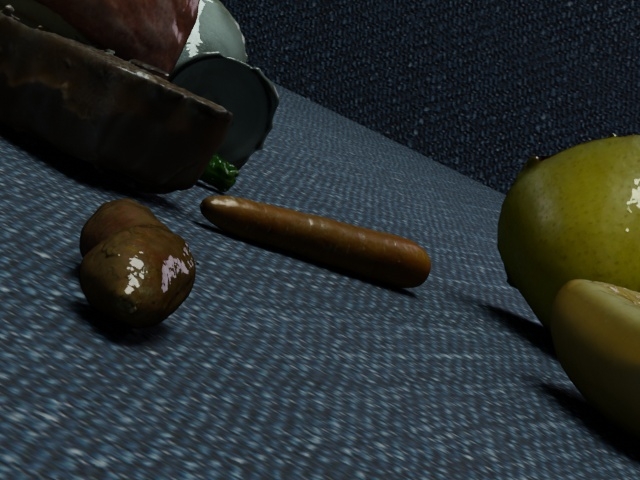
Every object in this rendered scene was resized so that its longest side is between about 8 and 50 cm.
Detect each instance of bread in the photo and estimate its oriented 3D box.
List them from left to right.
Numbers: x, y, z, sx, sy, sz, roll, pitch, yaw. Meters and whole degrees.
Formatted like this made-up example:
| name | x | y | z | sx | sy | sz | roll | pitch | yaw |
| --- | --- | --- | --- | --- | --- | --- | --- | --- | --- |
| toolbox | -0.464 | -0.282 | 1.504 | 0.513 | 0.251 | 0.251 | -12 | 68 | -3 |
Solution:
| name | x | y | z | sx | sy | sz | roll | pitch | yaw |
| --- | --- | --- | --- | --- | --- | --- | --- | --- | --- |
| bread | -0.224 | -0.214 | 1.627 | 0.244 | 0.123 | 0.190 | 34 | -24 | -18 |
| bread | 0.252 | 0.101 | 1.354 | 0.147 | 0.098 | 0.217 | 21 | 6 | -18 |

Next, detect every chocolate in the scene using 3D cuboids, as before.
| name | x | y | z | sx | sy | sz | roll | pitch | yaw |
| --- | --- | --- | --- | --- | --- | --- | --- | --- | --- |
| chocolate | -0.183 | -0.108 | 1.460 | 0.214 | 0.093 | 0.148 | 29 | 10 | 37 |

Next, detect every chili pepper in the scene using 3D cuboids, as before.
| name | x | y | z | sx | sy | sz | roll | pitch | yaw |
| --- | --- | --- | --- | --- | --- | --- | --- | --- | --- |
| chili pepper | -0.121 | -0.071 | 1.631 | 0.055 | 0.035 | 0.118 | 9 | -5 | 30 |

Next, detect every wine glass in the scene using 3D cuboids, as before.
| name | x | y | z | sx | sy | sz | roll | pitch | yaw |
| --- | --- | --- | --- | --- | --- | --- | --- | --- | --- |
| wine glass | -0.123 | -0.153 | 1.813 | 0.156 | 0.156 | 0.232 | 22 | 12 | -21 |

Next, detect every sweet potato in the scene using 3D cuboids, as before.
| name | x | y | z | sx | sy | sz | roll | pitch | yaw |
| --- | --- | --- | --- | --- | --- | --- | --- | --- | --- |
| sweet potato | -0.104 | 0.010 | 1.034 | 0.065 | 0.051 | 0.218 | 21 | 8 | -11 |

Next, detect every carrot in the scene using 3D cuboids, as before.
| name | x | y | z | sx | sy | sz | roll | pitch | yaw |
| --- | --- | --- | --- | --- | --- | --- | --- | --- | --- |
| carrot | 0.000 | 0.000 | 1.504 | 0.248 | 0.043 | 0.043 | 15 | 11 | -40 |

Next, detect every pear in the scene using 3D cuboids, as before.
| name | x | y | z | sx | sy | sz | roll | pitch | yaw |
| --- | --- | --- | --- | --- | --- | --- | --- | --- | --- |
| pear | 0.274 | 0.040 | 1.625 | 0.267 | 0.267 | 0.178 | 25 | 32 | 2 |
